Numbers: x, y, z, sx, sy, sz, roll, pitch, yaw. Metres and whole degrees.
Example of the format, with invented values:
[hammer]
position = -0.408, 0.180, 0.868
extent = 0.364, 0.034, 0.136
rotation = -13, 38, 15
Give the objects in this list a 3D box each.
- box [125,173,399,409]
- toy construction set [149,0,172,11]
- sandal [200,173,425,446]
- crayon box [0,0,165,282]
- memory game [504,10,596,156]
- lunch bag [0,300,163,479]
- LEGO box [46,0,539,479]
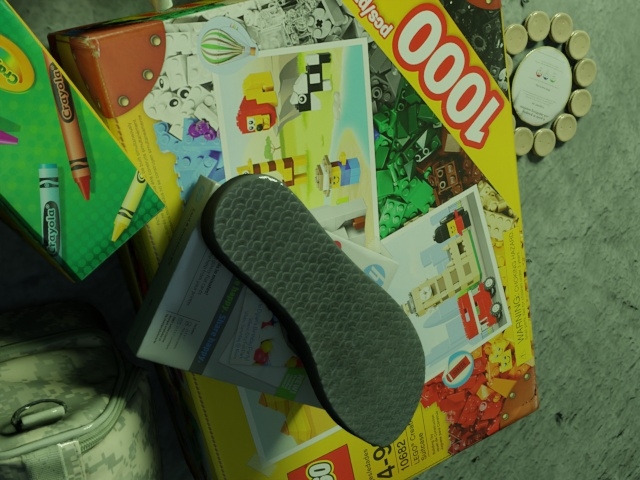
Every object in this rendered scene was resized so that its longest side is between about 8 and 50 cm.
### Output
[box]
position = -0.042, 0.049, 0.609
extent = 0.186, 0.038, 0.145
rotation = 24, 94, -32
[toy construction set]
position = -0.070, -0.300, 0.625
extent = 0.327, 0.151, 0.215
rotation = -33, 91, -31
[sandal]
position = 0.002, 0.053, 0.588
extent = 0.097, 0.054, 0.255
rotation = -40, 110, -20
[crayon box]
position = -0.238, -0.081, 0.550
extent = 0.081, 0.278, 0.165
rotation = -44, 120, -18
[memory game]
position = 0.279, -0.196, 0.945
extent = 0.186, 0.012, 0.186
rotation = -9, 109, -26
[lunch bag]
position = -0.244, 0.237, 0.660
extent = 0.212, 0.256, 0.305
rotation = -10, 110, -25
[LEGO box]
position = 0.000, 0.000, 0.752
extent = 0.372, 0.193, 0.501
rotation = -22, 114, -21
